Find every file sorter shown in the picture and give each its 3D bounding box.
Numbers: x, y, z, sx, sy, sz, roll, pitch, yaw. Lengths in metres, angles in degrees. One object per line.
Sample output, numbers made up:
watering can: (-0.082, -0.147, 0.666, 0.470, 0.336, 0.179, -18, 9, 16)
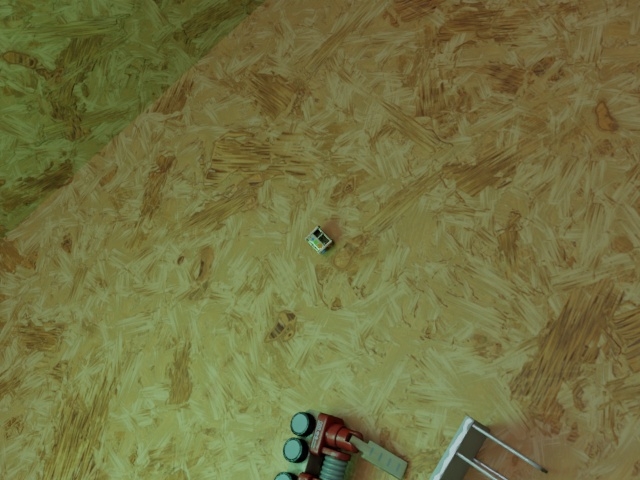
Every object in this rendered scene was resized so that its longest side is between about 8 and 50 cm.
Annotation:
file sorter: (0.321, 0.534, 1.384, 0.173, 0.193, 0.278, 28, 83, 30)

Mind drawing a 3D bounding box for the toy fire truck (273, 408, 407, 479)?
toy fire truck: (0.049, 0.526, 1.562, 0.246, 0.158, 0.217, 4, 70, 38)

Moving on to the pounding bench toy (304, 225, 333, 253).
pounding bench toy: (0.000, 0.000, 1.854, 0.052, 0.083, 0.065, -45, 88, 5)
